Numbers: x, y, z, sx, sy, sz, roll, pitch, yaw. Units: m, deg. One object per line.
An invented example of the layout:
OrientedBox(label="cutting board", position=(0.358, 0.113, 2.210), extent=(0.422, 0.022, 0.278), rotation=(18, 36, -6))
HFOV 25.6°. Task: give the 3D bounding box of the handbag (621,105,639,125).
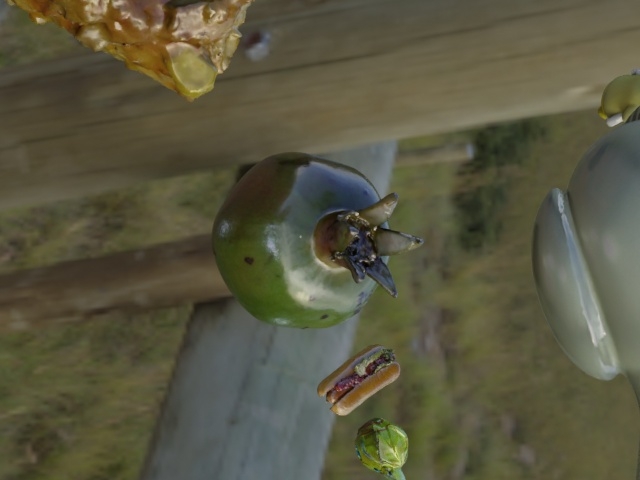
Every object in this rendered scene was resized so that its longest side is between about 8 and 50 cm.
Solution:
OrientedBox(label="handbag", position=(0.441, -0.041, 1.162), extent=(0.247, 0.240, 0.341), rotation=(-15, 70, -43))

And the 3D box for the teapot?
OrientedBox(label="teapot", position=(0.232, 0.063, 0.960), extent=(0.318, 0.149, 0.220), rotation=(-90, 158, -49))

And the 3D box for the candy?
OrientedBox(label="candy", position=(0.095, 0.275, 1.487), extent=(0.062, 0.058, 0.194), rotation=(10, 46, -54))

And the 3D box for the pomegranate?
OrientedBox(label="pomegranate", position=(0.000, 0.000, 1.361), extent=(0.181, 0.224, 0.181), rotation=(2, 86, -33))

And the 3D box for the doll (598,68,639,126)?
OrientedBox(label="doll", position=(0.475, -0.211, 2.048), extent=(0.062, 0.162, 0.106), rotation=(40, 69, -25))

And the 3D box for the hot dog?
OrientedBox(label="hot dog", position=(0.033, 0.108, 1.111), extent=(0.037, 0.021, 0.083), rotation=(48, 54, 8))

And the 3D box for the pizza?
OrientedBox(label="pizza", position=(-0.130, -0.250, 0.896), extent=(0.258, 0.268, 0.087), rotation=(-62, -165, 11))
